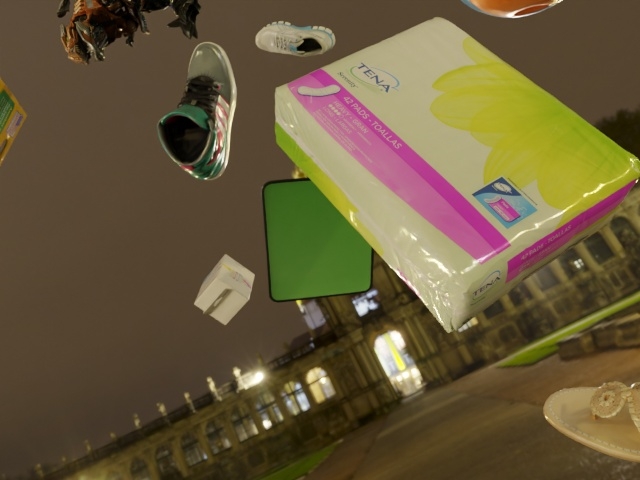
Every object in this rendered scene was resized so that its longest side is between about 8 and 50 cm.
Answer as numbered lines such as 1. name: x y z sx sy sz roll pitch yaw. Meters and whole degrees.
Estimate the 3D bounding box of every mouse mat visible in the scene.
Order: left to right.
1. mouse mat: 0.000 0.000 0.784 0.153 0.007 0.189 -5 -61 -8

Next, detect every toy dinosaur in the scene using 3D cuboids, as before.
1. toy dinosaur: -0.330 -0.443 0.966 0.219 0.321 0.164 7 -1 11

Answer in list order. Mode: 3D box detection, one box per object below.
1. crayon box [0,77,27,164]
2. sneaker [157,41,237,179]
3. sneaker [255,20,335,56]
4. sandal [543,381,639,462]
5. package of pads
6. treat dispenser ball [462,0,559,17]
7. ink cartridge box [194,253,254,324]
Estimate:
1. crayon box: -0.494 -0.143 0.727 0.083 0.203 0.323 23 -12 -11
2. sneaker: -0.258 -0.273 1.183 0.124 0.295 0.178 3 6 8
3. sneaker: -0.066 -0.463 1.330 0.191 0.083 0.071 4 -52 13
4. sandal: 0.322 0.152 0.494 0.240 0.079 0.088 14 35 35
5. package of pads: 0.124 -0.089 0.568 0.229 0.296 0.101 -29 -30 -19
6. treat dispenser ball: 0.340 -0.536 0.979 0.288 0.288 0.288 -24 -17 -8
7. ink cartridge box: -0.220 0.116 1.312 0.092 0.090 0.143 -48 15 18
